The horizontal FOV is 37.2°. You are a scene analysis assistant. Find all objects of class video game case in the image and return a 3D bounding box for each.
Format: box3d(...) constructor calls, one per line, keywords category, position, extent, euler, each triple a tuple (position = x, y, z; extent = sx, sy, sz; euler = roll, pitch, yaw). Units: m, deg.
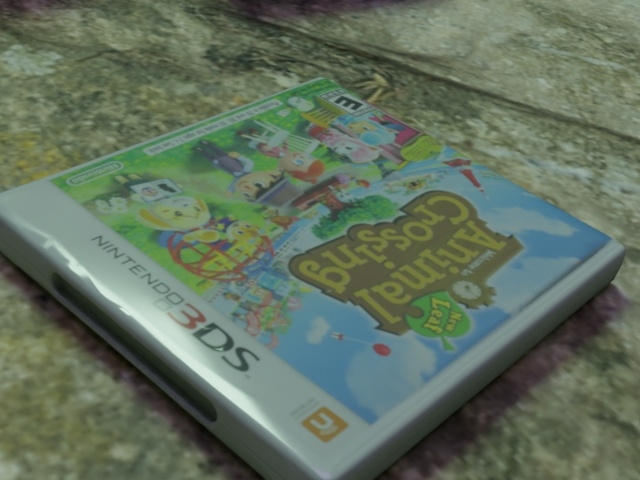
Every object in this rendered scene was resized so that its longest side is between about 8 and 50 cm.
box3d(category="video game case", position=(0.000, 0.000, 0.413), extent=(0.193, 0.023, 0.212), euler=(34, 41, 28))
